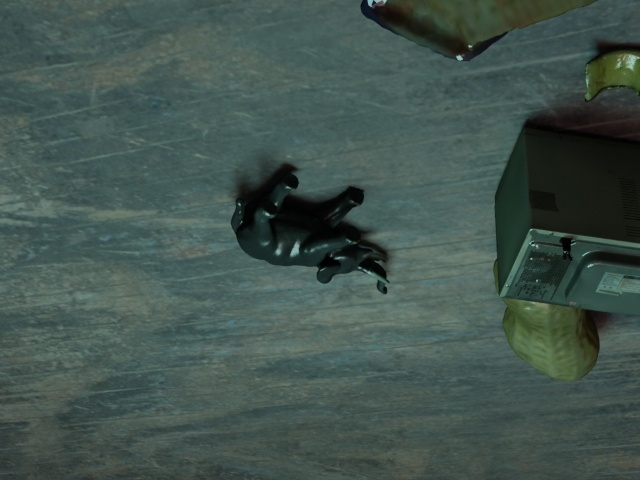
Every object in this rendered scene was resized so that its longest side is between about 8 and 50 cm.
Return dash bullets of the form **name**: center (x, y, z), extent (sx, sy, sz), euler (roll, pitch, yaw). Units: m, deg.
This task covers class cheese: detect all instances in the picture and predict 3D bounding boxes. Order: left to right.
- **cheese**: center (0.330, -0.178, 1.269), extent (0.084, 0.041, 0.060), euler (6, 136, 19)

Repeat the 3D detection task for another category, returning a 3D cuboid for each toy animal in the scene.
- **toy animal**: center (0.007, -0.003, 1.514), extent (0.270, 0.082, 0.137), euler (21, 143, -23)

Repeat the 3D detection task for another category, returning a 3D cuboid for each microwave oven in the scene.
- **microwave oven**: center (0.337, -0.009, 1.366), extent (0.241, 0.194, 0.145), euler (8, 144, -5)

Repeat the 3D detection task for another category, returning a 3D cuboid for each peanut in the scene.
- **peanut**: center (0.299, 0.092, 1.571), extent (0.125, 0.111, 0.274), euler (4, 142, 29)

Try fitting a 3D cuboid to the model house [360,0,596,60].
- **model house**: center (0.122, -0.329, 0.987), extent (0.312, 0.245, 0.280), euler (54, 156, -12)
